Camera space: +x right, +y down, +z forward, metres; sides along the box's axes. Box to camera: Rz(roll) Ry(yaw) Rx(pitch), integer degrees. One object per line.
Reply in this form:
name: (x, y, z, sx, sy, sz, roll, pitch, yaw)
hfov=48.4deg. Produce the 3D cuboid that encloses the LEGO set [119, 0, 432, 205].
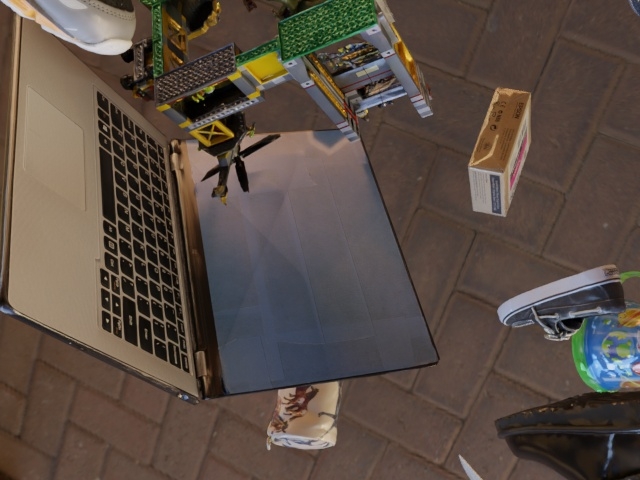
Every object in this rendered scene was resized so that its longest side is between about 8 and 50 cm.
LEGO set: (-0.026, -0.209, 0.769, 0.331, 0.192, 0.255, -24, 61, 17)

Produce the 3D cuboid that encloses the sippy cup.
sippy cup: (0.749, 0.243, 1.656, 0.224, 0.240, 0.306, -8, 111, 55)

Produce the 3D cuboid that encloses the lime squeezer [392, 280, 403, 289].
lime squeezer: (0.000, 0.000, 0.971, 0.310, 0.110, 0.059, 16, 107, 32)

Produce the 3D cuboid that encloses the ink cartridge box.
ink cartridge box: (0.424, -0.205, 1.671, 0.088, 0.193, 0.235, 13, 67, 23)

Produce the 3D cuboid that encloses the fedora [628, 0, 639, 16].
fedora: (0.773, -0.606, 1.506, 0.243, 0.124, 0.275, 22, 132, -21)

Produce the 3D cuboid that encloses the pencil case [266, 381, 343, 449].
pencil case: (-0.031, 0.312, 1.756, 0.183, 0.160, 0.411, 3, 70, 11)

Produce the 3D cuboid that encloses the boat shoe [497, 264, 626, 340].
boat shoe: (0.462, 0.140, 1.376, 0.306, 0.113, 0.105, -34, 63, 54)

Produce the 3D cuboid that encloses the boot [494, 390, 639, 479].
boot: (0.352, 0.327, 0.878, 0.131, 0.348, 0.260, -8, 78, -18)

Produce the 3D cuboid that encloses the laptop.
laptop: (-0.098, -0.052, 0.770, 0.236, 0.408, 0.382, -27, 52, 15)

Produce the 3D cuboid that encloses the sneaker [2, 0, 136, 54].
sneaker: (-0.137, -0.190, 0.330, 0.083, 0.084, 0.215, -24, 94, 15)

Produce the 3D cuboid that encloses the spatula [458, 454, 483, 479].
spatula: (0.316, 0.481, 1.178, 0.019, 0.242, 0.168, -26, 119, -13)
